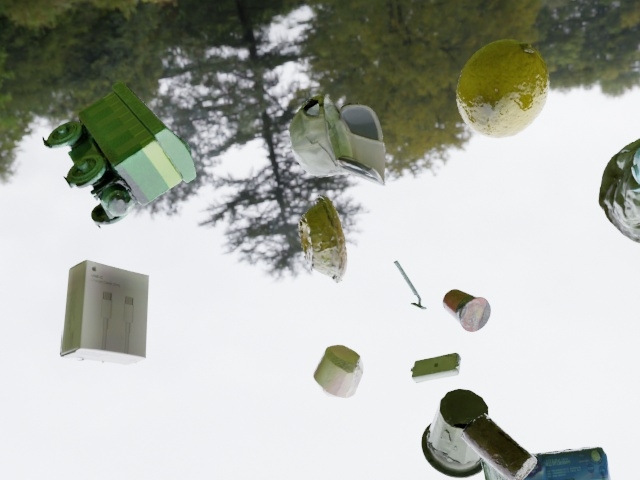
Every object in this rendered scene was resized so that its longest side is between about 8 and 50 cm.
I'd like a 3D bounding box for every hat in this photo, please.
[{"bbox_3d":[0.049,-0.220,1.543,0.161,0.275,0.231,-42,-147,43],"label":"hat"}]

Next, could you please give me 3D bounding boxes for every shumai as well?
[{"bbox_3d":[0.790,-0.148,1.511,0.304,0.309,0.263,37,-166,33],"label":"shumai"}]

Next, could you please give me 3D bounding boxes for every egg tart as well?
[{"bbox_3d":[0.000,0.000,2.158,0.120,0.314,0.315,-10,-158,-11],"label":"egg tart"}]

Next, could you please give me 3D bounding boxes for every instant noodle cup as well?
[{"bbox_3d":[0.481,0.225,2.170,0.127,0.127,0.136,-18,-157,-18],"label":"instant noodle cup"}]

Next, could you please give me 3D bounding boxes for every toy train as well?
[{"bbox_3d":[-0.360,-0.155,1.144,0.202,0.120,0.301,-36,-137,-11],"label":"toy train"}]

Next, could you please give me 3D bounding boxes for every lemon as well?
[{"bbox_3d":[0.499,-0.414,1.778,0.268,0.267,0.267,-8,-157,4],"label":"lemon"}]

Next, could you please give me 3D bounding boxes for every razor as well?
[{"bbox_3d":[0.324,0.159,2.370,0.036,0.211,0.084,-32,-162,-15],"label":"razor"}]

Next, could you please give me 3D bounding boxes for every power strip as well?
[{"bbox_3d":[0.396,0.435,2.221,0.192,0.035,0.081,-20,-147,34],"label":"power strip"}]

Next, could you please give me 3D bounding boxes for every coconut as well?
[{"bbox_3d":[0.052,0.412,1.997,0.147,0.152,0.147,22,-168,-5],"label":"coconut"}]

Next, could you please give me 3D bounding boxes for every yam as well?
[{"bbox_3d":[0.365,0.426,1.331,0.079,0.079,0.141,-24,-133,-31],"label":"yam"}]

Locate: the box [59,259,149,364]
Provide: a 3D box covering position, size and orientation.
[{"bbox_3d":[-0.580,0.200,1.759,0.106,0.251,0.203,-23,150,36],"label":"box"}]

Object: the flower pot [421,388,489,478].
[{"bbox_3d":[0.409,0.561,1.914,0.213,0.202,0.212,-1,-138,1],"label":"flower pot"}]

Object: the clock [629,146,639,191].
[{"bbox_3d":[0.544,-0.120,1.019,0.108,0.147,0.045,3,-133,-2],"label":"clock"}]

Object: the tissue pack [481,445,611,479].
[{"bbox_3d":[0.530,0.588,1.488,0.264,0.198,0.146,0,160,-18],"label":"tissue pack"}]
